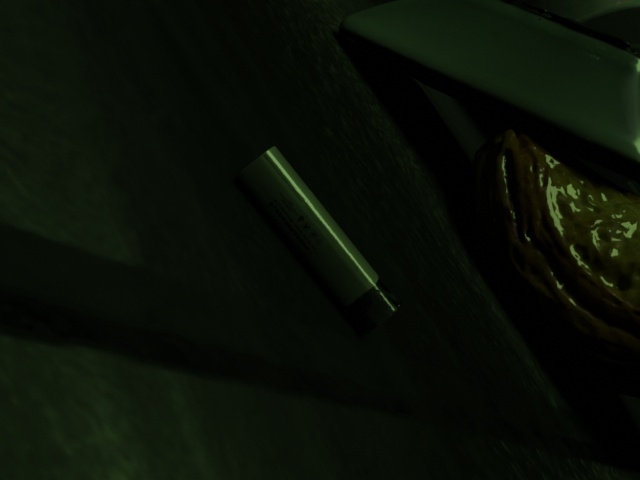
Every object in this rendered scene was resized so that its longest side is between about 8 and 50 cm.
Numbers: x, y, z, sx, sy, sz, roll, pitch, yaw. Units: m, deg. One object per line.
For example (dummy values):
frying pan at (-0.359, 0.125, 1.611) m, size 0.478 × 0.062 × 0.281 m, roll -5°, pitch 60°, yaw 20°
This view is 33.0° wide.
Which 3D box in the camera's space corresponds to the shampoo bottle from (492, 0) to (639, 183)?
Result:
shampoo bottle at (0.283, -0.218, 1.127) m, size 0.273 × 0.273 × 0.266 m, roll 39°, pitch 32°, yaw -34°

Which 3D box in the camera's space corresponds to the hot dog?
hot dog at (0.196, 0.029, 0.707) m, size 0.259 × 0.114 × 0.175 m, roll 36°, pitch 16°, yaw 25°

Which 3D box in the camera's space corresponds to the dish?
dish at (0.156, -0.123, 0.789) m, size 0.243 × 0.080 × 0.182 m, roll 30°, pitch 8°, yaw 25°

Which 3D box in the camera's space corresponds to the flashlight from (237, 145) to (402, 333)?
flashlight at (0.000, 0.000, 0.435) m, size 0.083 × 0.018 × 0.018 m, roll 51°, pitch 17°, yaw -4°
